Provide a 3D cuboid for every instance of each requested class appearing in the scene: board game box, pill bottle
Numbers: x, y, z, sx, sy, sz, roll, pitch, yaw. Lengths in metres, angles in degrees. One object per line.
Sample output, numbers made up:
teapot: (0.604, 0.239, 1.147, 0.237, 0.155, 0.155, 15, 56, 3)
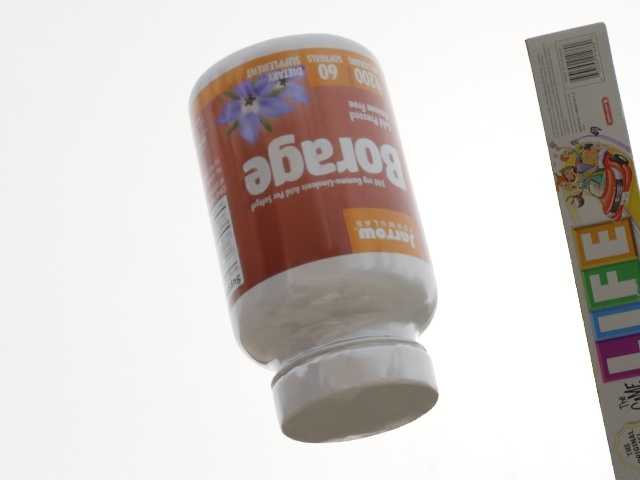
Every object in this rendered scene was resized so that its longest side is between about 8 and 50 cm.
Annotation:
board game box: (0.098, 0.010, 0.620, 0.026, 0.154, 0.103, -12, -2, 9)
pill bottle: (0.000, 0.000, 1.058, 0.121, 0.216, 0.121, -11, -24, -5)
